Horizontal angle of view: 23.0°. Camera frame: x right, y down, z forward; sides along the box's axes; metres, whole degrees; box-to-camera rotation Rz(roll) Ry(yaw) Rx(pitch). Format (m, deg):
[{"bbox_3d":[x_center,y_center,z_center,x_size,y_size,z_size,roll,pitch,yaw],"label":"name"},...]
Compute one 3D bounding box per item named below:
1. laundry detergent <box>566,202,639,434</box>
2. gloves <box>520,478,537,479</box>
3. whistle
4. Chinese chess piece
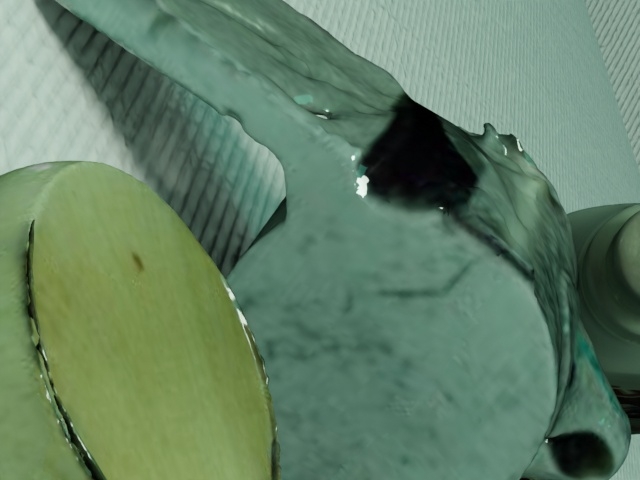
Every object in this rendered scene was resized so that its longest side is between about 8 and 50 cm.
[{"bbox_3d":[0.225,0.053,1.086,0.398,0.264,0.125,82,13,-76],"label":"laundry detergent"},{"bbox_3d":[0.170,0.201,1.112,0.331,0.154,0.141,16,78,-55],"label":"gloves"},{"bbox_3d":[0.018,-0.024,0.862,0.405,0.188,0.168,65,20,-13],"label":"whistle"},{"bbox_3d":[-0.094,0.060,0.644,0.188,0.083,0.188,49,29,-40],"label":"Chinese chess piece"}]
